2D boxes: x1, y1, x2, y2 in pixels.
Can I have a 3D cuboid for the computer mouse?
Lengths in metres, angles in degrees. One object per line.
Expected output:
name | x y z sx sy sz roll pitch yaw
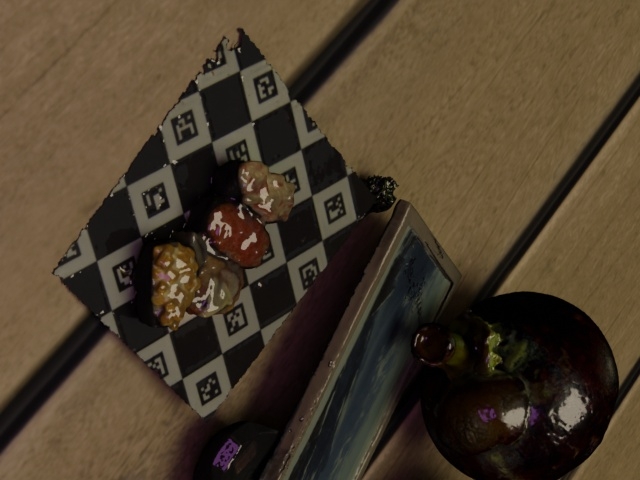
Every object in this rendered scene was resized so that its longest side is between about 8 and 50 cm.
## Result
computer mouse | -0.087 0.235 1.393 0.099 0.057 0.172 -47 149 -30

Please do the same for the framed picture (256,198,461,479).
framed picture | 0.048 0.144 1.492 0.335 0.022 0.247 -63 156 -10

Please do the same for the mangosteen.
mangosteen | 0.205 0.150 1.570 0.231 0.231 0.289 -59 136 -14

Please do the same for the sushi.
sushi | -0.072 -0.007 1.280 0.290 0.050 0.264 -54 131 -19

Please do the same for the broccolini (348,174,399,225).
broccolini | 0.001 0.000 1.407 0.218 0.042 0.044 -40 132 -31
